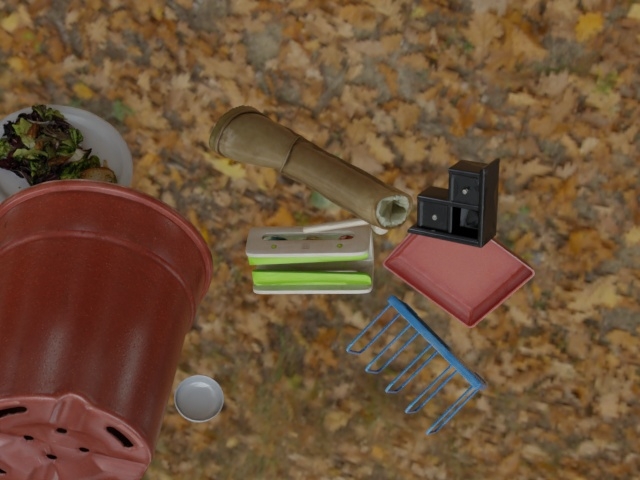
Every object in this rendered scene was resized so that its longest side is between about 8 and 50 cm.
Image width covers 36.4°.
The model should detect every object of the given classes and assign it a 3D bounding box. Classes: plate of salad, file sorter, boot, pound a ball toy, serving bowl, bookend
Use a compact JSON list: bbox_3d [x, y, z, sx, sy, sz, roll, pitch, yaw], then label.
[{"bbox_3d":[-0.348,-0.109,1.289,0.200,0.199,0.048,23,145,-1],"label":"plate of salad"},{"bbox_3d":[0.133,0.176,1.361,0.170,0.104,0.118,46,-177,16],"label":"file sorter"},{"bbox_3d":[-0.010,-0.112,1.528,0.270,0.236,0.089,32,108,26],"label":"boot"},{"bbox_3d":[0.000,0.000,2.149,0.319,0.135,0.208,-2,130,7],"label":"pound a ball toy"},{"bbox_3d":[-0.207,0.271,1.647,0.083,0.083,0.027,23,146,-1],"label":"serving bowl"},{"bbox_3d":[0.250,-0.083,1.837,0.156,0.072,0.157,13,117,29],"label":"bookend"}]

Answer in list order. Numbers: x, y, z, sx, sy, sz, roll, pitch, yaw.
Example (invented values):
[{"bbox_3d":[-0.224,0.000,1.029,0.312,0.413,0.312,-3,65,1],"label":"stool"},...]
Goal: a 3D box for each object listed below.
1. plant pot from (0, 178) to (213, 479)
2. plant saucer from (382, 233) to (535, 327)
[{"bbox_3d":[-0.269,0.120,1.083,0.273,0.265,0.272,1,138,1],"label":"plant pot"},{"bbox_3d":[0.305,0.048,2.156,0.259,0.047,0.258,35,137,-4],"label":"plant saucer"}]
